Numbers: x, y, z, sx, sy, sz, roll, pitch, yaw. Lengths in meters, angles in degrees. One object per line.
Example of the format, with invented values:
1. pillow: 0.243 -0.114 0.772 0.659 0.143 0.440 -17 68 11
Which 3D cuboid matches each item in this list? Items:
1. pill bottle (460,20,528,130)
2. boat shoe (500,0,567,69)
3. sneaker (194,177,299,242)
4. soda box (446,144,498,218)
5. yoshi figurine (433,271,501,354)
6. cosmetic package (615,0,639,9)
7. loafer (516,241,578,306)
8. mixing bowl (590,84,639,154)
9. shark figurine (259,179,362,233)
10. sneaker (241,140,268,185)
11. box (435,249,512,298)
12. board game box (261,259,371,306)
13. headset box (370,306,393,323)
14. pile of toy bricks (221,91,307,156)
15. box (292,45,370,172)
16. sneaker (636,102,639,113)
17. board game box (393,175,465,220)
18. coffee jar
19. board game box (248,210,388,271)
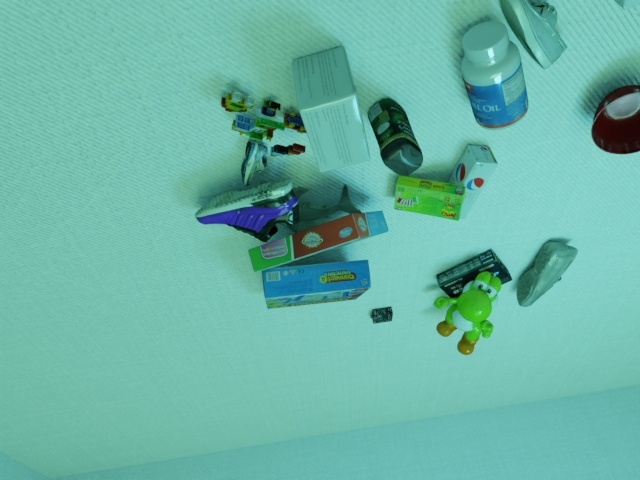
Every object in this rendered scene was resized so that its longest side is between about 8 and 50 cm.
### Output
1. pill bottle: 0.378 -0.359 1.111 0.124 0.124 0.221 -23 138 15
2. boat shoe: 0.452 -0.454 1.059 0.081 0.079 0.227 -41 137 21
3. sneaker: -0.185 -0.056 1.308 0.293 0.102 0.146 -11 116 24
4. soda box: 0.403 -0.158 1.400 0.069 0.074 0.216 2 140 -14
5. yoshi figurine: 0.510 0.260 1.764 0.203 0.203 0.362 3 138 -5
6. cosmetic package: 0.573 -0.543 0.849 0.224 0.224 0.138 -20 140 13
7. loafer: 0.805 0.133 1.813 0.111 0.112 0.319 6 138 -6
8. mixing bowl: 0.761 -0.314 1.252 0.181 0.098 0.181 7 139 6
9. shark figurine: -0.042 -0.069 1.387 0.278 0.116 0.166 6 140 -16
10. sneaker: -0.163 -0.186 1.266 0.058 0.052 0.135 3 140 -21
11. box: 0.548 0.134 1.806 0.220 0.051 0.175 -28 138 22
12. board game box: -0.021 0.141 1.568 0.308 0.086 0.302 -5 167 -5
13. headset box: 0.233 0.288 1.941 0.083 0.032 0.062 -8 140 -2
14. pile of toy bricks: -0.135 -0.254 1.162 0.212 0.118 0.105 10 170 -36
15. box: 0.024 -0.279 1.087 0.119 0.182 0.181 -13 141 7
16. sneaker: 0.878 -0.316 1.317 0.158 0.065 0.061 22 131 -34
17. board game box: 0.297 -0.117 1.389 0.181 0.043 0.092 12 137 14
18. coffee jar: 0.173 -0.237 1.166 0.096 0.184 0.079 28 128 -38
19. board game box: 0.000 0.000 1.380 0.316 0.064 0.242 -19 177 24
